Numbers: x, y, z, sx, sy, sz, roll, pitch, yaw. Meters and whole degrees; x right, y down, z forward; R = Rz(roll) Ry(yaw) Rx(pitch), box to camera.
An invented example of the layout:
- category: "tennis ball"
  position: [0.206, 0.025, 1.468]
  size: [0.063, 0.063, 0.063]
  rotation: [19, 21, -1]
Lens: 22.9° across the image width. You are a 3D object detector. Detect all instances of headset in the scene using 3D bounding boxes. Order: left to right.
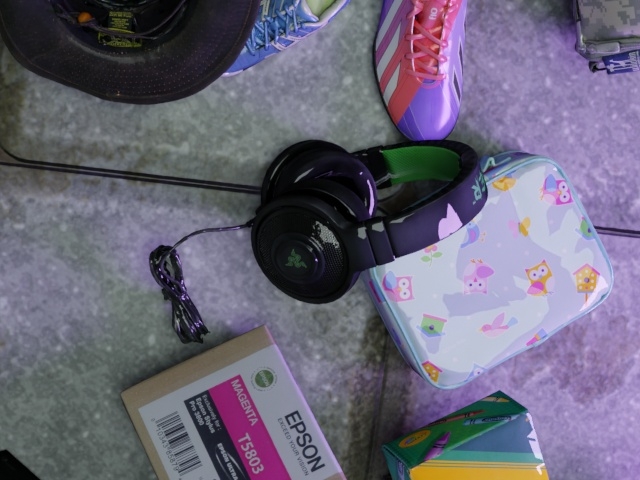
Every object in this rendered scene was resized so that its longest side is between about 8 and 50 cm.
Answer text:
- category: "headset"
  position: [0.000, 0.000, 1.794]
  size: [0.394, 0.243, 0.185]
  rotation: [-13, 111, 8]

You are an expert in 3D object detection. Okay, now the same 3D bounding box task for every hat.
- category: "hat"
  position: [-0.211, -0.318, 1.731]
  size: [0.331, 0.134, 0.331]
  rotation: [0, 128, 0]

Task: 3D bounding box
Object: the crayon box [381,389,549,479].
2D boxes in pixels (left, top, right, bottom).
- category: "crayon box"
  position: [0.194, 0.339, 1.893]
  size: [0.165, 0.081, 0.278]
  rotation: [-23, 112, -15]

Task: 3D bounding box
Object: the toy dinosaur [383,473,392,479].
- category: "toy dinosaur"
  position: [0.142, 0.337, 1.949]
  size: [0.268, 0.064, 0.118]
  rotation: [-19, 104, -13]

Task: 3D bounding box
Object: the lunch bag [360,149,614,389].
- category: "lunch bag"
  position: [0.196, 0.025, 1.888]
  size: [0.279, 0.108, 0.224]
  rotation: [-30, 98, -7]

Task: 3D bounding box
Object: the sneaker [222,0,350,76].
- category: "sneaker"
  position: [-0.048, -0.260, 1.813]
  size: [0.211, 0.081, 0.080]
  rotation: [-35, 104, -3]

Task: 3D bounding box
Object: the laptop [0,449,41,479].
- category: "laptop"
  position: [-0.397, 0.425, 1.874]
  size: [0.264, 0.136, 0.234]
  rotation: [-39, 104, 23]

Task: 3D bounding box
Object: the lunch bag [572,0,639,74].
- category: "lunch bag"
  position: [0.408, -0.360, 1.835]
  size: [0.256, 0.212, 0.305]
  rotation: [-8, 99, 7]

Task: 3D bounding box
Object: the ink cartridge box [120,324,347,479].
- category: "ink cartridge box"
  position: [-0.095, 0.242, 1.811]
  size: [0.193, 0.088, 0.234]
  rotation: [-26, 64, -6]

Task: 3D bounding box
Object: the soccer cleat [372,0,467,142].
- category: "soccer cleat"
  position: [0.124, -0.267, 1.827]
  size: [0.109, 0.116, 0.318]
  rotation: [-1, 98, -11]
